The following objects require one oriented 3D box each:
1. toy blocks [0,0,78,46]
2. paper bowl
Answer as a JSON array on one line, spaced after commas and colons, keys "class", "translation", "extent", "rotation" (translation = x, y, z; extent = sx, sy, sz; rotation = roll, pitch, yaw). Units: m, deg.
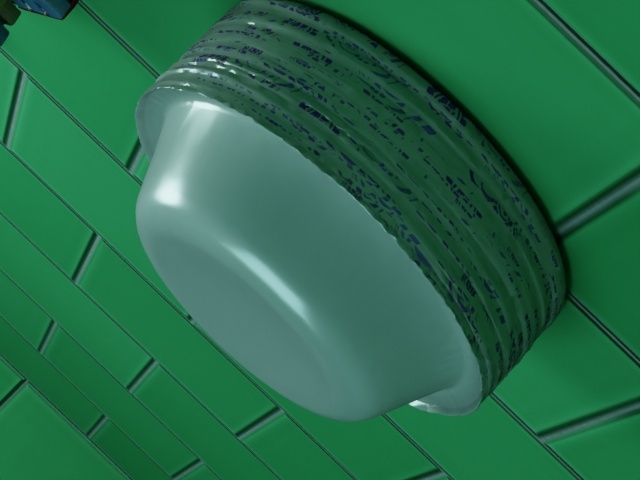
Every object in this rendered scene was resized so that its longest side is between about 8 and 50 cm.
[{"class": "toy blocks", "translation": [-0.309, -0.219, 1.338], "extent": [0.381, 0.190, 0.261], "rotation": [20, 163, 37]}, {"class": "paper bowl", "translation": [0.000, 0.000, 1.179], "extent": [0.284, 0.148, 0.284], "rotation": [38, 160, 16]}]
